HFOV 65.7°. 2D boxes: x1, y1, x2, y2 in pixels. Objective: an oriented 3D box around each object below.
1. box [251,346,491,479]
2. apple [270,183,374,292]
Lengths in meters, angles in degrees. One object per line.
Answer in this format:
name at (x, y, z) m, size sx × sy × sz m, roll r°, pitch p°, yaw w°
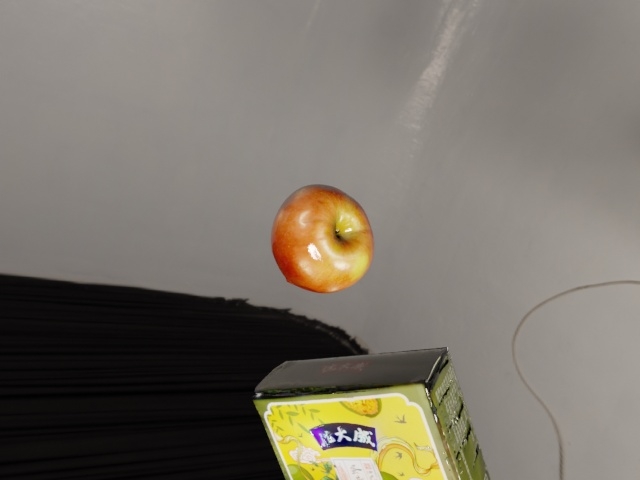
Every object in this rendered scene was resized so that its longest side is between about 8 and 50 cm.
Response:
box at (0.110, 0.424, 0.929) m, size 0.372 × 0.138 × 0.421 m, roll -14°, pitch 100°, yaw 33°
apple at (0.000, 0.000, 0.741) m, size 0.139 × 0.163 × 0.164 m, roll -20°, pitch 66°, yaw 55°
